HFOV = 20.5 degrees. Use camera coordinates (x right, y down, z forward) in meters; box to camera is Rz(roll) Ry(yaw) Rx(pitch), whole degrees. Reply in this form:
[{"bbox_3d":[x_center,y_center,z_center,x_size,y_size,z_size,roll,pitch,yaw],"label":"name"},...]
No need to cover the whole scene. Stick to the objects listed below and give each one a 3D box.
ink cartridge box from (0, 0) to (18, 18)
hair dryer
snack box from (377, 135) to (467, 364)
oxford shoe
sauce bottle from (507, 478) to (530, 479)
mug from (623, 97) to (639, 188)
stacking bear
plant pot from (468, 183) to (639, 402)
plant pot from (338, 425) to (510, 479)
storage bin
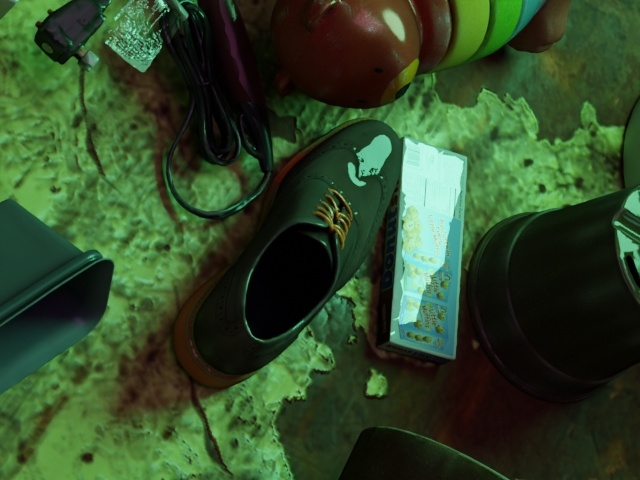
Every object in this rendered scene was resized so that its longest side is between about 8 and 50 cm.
[{"bbox_3d":[-0.295,-0.246,1.251,0.198,0.067,0.115,28,61,-23],"label":"ink cartridge box"},{"bbox_3d":[-0.090,-0.181,1.371,0.223,0.080,0.293,48,58,-31],"label":"hair dryer"},{"bbox_3d":[0.083,0.007,1.428,0.064,0.022,0.178,17,65,-27],"label":"snack box"},{"bbox_3d":[0.000,0.000,1.332,0.097,0.098,0.271,42,57,-13],"label":"oxford shoe"},{"bbox_3d":[0.196,0.215,1.416,0.128,0.042,0.042,10,69,-27],"label":"sauce bottle"},{"bbox_3d":[0.482,-0.036,1.504,0.276,0.328,0.374,-12,81,-34],"label":"mug"},{"bbox_3d":[0.080,-0.196,1.402,0.289,0.175,0.164,-34,79,-38],"label":"stacking bear"},{"bbox_3d":[0.234,0.034,1.427,0.167,0.165,0.167,11,68,-30],"label":"plant pot"},{"bbox_3d":[0.057,0.284,1.227,0.215,0.215,0.230,40,71,-15],"label":"plant pot"},{"bbox_3d":[-0.221,0.041,1.194,0.091,0.098,0.135,41,53,19],"label":"storage bin"}]
